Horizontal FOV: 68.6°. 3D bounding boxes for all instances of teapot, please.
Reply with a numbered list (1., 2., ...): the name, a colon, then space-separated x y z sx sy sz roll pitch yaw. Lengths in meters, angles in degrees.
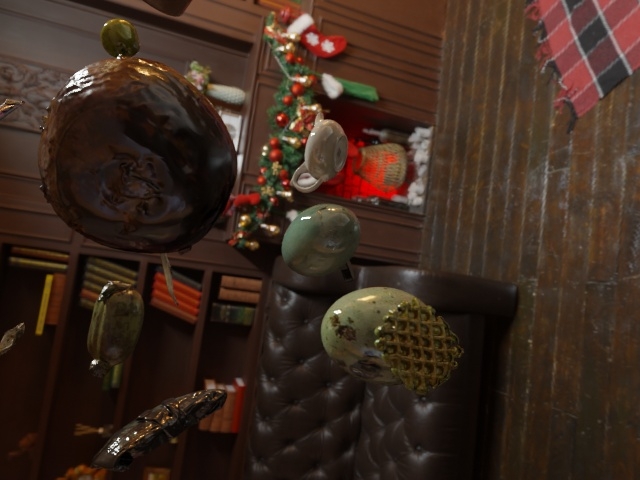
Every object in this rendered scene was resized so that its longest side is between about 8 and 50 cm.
1. teapot: 0.000 -0.301 1.641 0.300 0.165 0.208 -60 -12 -13

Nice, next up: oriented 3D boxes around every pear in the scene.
1. pear: -0.475 -0.476 1.115 0.097 0.092 0.092 37 124 25

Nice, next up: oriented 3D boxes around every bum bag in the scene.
1. bum bag: -0.377 0.435 1.110 0.144 0.340 0.095 -17 94 41

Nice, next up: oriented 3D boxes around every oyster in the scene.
1. oyster: -0.760 0.245 1.154 0.093 0.034 0.051 -43 33 4

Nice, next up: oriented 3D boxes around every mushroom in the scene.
1. mushroom: -0.487 0.052 1.461 0.068 0.043 0.306 -64 -37 -78

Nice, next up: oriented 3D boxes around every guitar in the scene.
1. guitar: 0.055 0.035 1.561 0.084 0.038 0.271 -97 -17 -48

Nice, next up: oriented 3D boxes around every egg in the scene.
1. egg: 0.000 0.000 1.173 0.236 0.169 0.169 -40 43 41
2. egg: 0.180 0.282 1.388 0.287 0.379 0.288 -12 76 58

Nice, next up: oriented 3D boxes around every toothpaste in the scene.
1. toothpaste: -0.869 -0.345 1.273 0.170 0.045 0.028 -83 3 -50

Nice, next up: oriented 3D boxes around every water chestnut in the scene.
1. water chestnut: -0.314 -0.142 0.851 0.302 0.350 0.351 -81 7 -69

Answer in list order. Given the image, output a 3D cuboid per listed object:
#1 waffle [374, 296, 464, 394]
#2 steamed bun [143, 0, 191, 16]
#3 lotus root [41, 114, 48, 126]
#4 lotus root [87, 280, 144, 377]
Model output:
1. waffle: 0.205 0.216 0.977 0.183 0.169 0.036 52 155 7
2. steamed bun: -0.499 -0.841 1.408 0.251 0.301 0.199 -33 39 33
3. lotus root: -0.677 -0.281 1.248 0.112 0.081 0.122 9 124 44
4. lotus root: -0.680 0.290 1.541 0.173 0.173 0.310 177 106 -70
